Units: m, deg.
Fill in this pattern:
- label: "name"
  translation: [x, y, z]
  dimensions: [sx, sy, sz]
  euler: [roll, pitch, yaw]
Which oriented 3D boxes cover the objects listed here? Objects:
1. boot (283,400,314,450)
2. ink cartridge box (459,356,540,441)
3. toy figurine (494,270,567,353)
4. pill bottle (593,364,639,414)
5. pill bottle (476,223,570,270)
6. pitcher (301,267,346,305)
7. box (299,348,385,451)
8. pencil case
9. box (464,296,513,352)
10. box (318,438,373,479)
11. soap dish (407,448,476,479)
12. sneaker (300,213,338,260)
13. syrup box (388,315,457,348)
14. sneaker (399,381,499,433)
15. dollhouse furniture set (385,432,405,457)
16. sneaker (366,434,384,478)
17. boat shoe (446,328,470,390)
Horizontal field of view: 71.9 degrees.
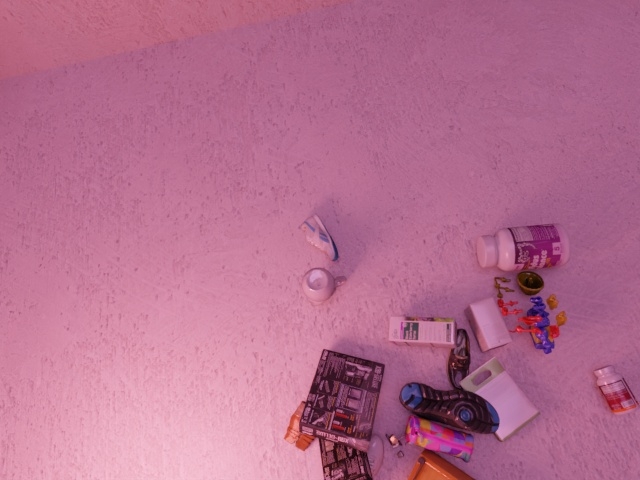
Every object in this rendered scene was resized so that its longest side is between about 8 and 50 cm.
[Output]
- label: "boot"
  translation: [-0.023, 0.696, 1.600]
  dimensions: [0.197, 0.073, 0.152]
  euler: [26, 83, 14]
- label: "ink cartridge box"
  translation: [0.630, 0.562, 1.569]
  dimensions: [0.171, 0.056, 0.235]
  euler: [-34, 68, -6]
- label: "toy figurine"
  translation: [0.766, 0.297, 1.615]
  dimensions: [0.191, 0.217, 0.362]
  euler: [-14, 24, 15]
- label: "pill bottle"
  translation: [1.017, 0.514, 1.523]
  dimensions: [0.086, 0.086, 0.152]
  euler: [-20, 69, -1]
- label: "pill bottle"
  translation: [0.767, 0.030, 1.687]
  dimensions: [0.302, 0.169, 0.169]
  euler: [-6, 69, 5]
- label: "pitcher"
  translation: [0.017, 0.168, 1.709]
  dimensions: [0.178, 0.207, 0.125]
  euler: [-29, 70, -6]
- label: "box"
  translation: [0.083, 0.551, 1.557]
  dimensions: [0.243, 0.076, 0.307]
  euler: [11, 43, 10]
- label: "pencil case"
  translation: [0.403, 0.677, 1.507]
  dimensions: [0.236, 0.104, 0.104]
  euler: [17, 72, -3]
- label: "box"
  translation: [0.613, 0.311, 1.623]
  dimensions: [0.091, 0.130, 0.170]
  euler: [-18, 69, 1]
- label: "box"
  translation: [0.083, 0.743, 1.494]
  dimensions: [0.147, 0.077, 0.180]
  euler: [-23, 34, 6]
- label: "soap dish"
  translation: [0.360, 0.858, 1.419]
  dimensions: [0.229, 0.118, 0.291]
  euler: [20, 73, 43]
- label: "sneaker"
  translation: [0.000, 0.000, 1.843]
  dimensions: [0.092, 0.087, 0.228]
  euler: [-31, 62, 2]
- label: "syrup box"
  translation: [0.378, 0.339, 1.630]
  dimensions: [0.237, 0.096, 0.093]
  euler: [-2, 67, 23]
- label: "sneaker"
  translation: [0.445, 0.582, 1.545]
  dimensions: [0.341, 0.139, 0.125]
  euler: [16, 64, 12]
- label: "dollhouse furniture set"
  translation: [0.287, 0.696, 1.533]
  dimensions: [0.081, 0.114, 0.091]
  euler: [-29, 67, -9]
- label: "sneaker"
  translation: [0.158, 0.792, 1.522]
  dimensions: [0.090, 0.095, 0.235]
  euler: [20, 72, 15]
- label: "boat shoe"
  translation: [0.510, 0.433, 1.621]
  dimensions: [0.080, 0.073, 0.223]
  euler: [6, 71, 9]
